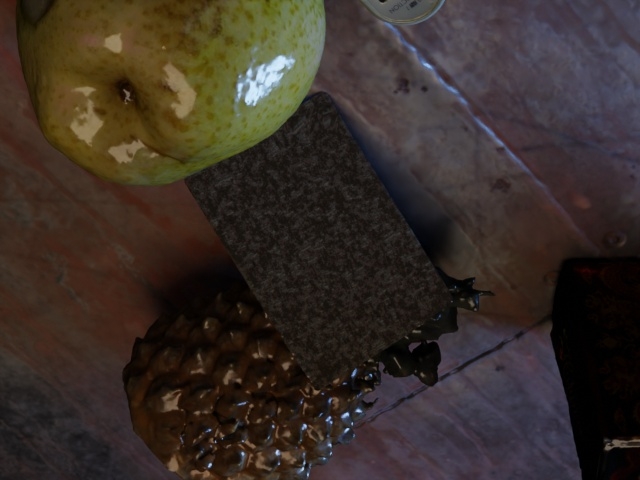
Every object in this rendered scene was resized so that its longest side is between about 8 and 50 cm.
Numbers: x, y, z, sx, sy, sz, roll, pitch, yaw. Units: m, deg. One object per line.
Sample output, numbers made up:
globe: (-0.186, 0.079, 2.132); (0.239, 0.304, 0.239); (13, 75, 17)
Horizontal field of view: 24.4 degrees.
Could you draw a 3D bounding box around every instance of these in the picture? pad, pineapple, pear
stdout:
pad: (0.000, 0.000, 1.369); (0.158, 0.003, 0.235); (-32, 90, -6)
pineapple: (-0.003, 0.101, 1.453); (0.357, 0.223, 0.223); (-33, 121, 12)
pear: (-0.125, -0.166, 1.203); (0.271, 0.271, 0.271); (1, 128, 1)

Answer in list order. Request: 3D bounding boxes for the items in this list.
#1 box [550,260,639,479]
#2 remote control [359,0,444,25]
box: (0.445, 0.136, 1.419); (0.416, 0.264, 0.115); (-2, 128, 0)
remote control: (0.024, -0.269, 1.248); (0.078, 0.042, 0.221); (-35, 121, 24)
